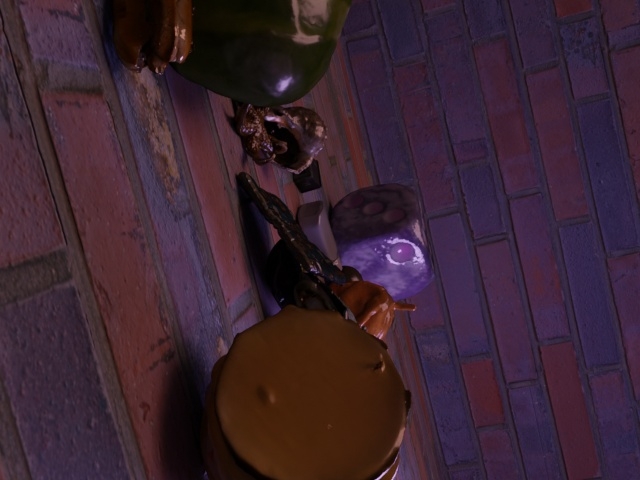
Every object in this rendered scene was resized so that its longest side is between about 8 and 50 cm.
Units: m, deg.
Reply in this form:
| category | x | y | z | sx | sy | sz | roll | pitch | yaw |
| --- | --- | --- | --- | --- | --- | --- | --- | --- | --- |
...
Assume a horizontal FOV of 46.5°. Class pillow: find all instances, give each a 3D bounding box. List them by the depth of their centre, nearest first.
| category | x | y | z | sx | sy | sz | roll | pitch | yaw |
| --- | --- | --- | --- | --- | --- | --- | --- | --- | --- |
| pillow | -0.054 | -0.016 | 1.418 | 0.255 | 0.034 | 0.189 | 50 | 6 | 23 |

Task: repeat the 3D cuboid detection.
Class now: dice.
| category | x | y | z | sx | sy | sz | roll | pitch | yaw |
| --- | --- | --- | --- | --- | --- | --- | --- | --- | --- |
| dice | 0.190 | 0.008 | 2.249 | 0.270 | 0.272 | 0.270 | -89 | 162 | -51 |

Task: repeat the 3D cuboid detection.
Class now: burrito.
| category | x | y | z | sx | sy | sz | roll | pitch | yaw |
| --- | --- | --- | --- | --- | --- | --- | --- | --- | --- |
| burrito | 0.019 | 0.149 | 1.428 | 0.144 | 0.089 | 0.229 | 50 | -3 | 26 |

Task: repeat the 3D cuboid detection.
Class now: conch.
| category | x | y | z | sx | sy | sz | roll | pitch | yaw |
| --- | --- | --- | --- | --- | --- | --- | --- | --- | --- |
| conch | -0.071 | -0.224 | 1.596 | 0.207 | 0.130 | 0.155 | 24 | 46 | -46 |

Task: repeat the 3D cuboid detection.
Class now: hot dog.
| category | x | y | z | sx | sy | sz | roll | pitch | yaw |
| --- | --- | --- | --- | --- | --- | --- | --- | --- | --- |
| hot dog | -0.226 | -0.328 | 0.995 | 0.072 | 0.109 | 0.269 | 62 | 16 | -60 |

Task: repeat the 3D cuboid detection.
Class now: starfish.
| category | x | y | z | sx | sy | sz | roll | pitch | yaw |
| --- | --- | --- | --- | --- | --- | --- | --- | --- | --- |
| starfish | -0.127 | -0.243 | 1.462 | 0.146 | 0.074 | 0.189 | -34 | 111 | -64 |

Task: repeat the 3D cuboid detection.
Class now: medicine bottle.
| category | x | y | z | sx | sy | sz | roll | pitch | yaw |
| --- | --- | --- | --- | --- | --- | --- | --- | --- | --- |
| medicine bottle | 0.000 | 0.000 | 1.846 | 0.119 | 0.069 | 0.183 | -83 | 157 | -62 |

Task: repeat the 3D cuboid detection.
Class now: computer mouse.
| category | x | y | z | sx | sy | sz | roll | pitch | yaw |
| --- | --- | --- | --- | --- | --- | --- | --- | --- | --- |
| computer mouse | -0.068 | 0.081 | 1.446 | 0.105 | 0.062 | 0.192 | -89 | 168 | -53 |

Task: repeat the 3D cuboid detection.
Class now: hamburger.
| category | x | y | z | sx | sy | sz | roll | pitch | yaw |
| --- | --- | --- | --- | --- | --- | --- | --- | --- | --- |
| hamburger | -0.031 | 0.250 | 0.974 | 0.236 | 0.277 | 0.276 | 109 | -16 | -47 |

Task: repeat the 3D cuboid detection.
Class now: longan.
| category | x | y | z | sx | sy | sz | roll | pitch | yaw |
| --- | --- | --- | --- | --- | --- | --- | --- | --- | --- |
| longan | 0.067 | 0.118 | 1.988 | 0.119 | 0.106 | 0.106 | -137 | -147 | -82 |

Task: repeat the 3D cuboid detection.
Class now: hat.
| category | x | y | z | sx | sy | sz | roll | pitch | yaw |
| --- | --- | --- | --- | --- | --- | --- | --- | --- | --- |
| hat | 0.123 | 0.188 | 1.825 | 0.244 | 0.233 | 0.233 | 56 | 25 | -59 |

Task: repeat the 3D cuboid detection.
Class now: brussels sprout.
| category | x | y | z | sx | sy | sz | roll | pitch | yaw |
| --- | --- | --- | --- | --- | --- | --- | --- | --- | --- |
| brussels sprout | -0.110 | -0.379 | 1.217 | 0.371 | 0.315 | 0.275 | -97 | -168 | -51 |

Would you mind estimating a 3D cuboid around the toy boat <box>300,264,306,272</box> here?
| category | x | y | z | sx | sy | sz | roll | pitch | yaw |
| --- | --- | --- | --- | --- | --- | --- | --- | --- | --- |
| toy boat | -0.047 | 0.088 | 1.654 | 0.115 | 0.016 | 0.063 | -85 | 160 | -58 |

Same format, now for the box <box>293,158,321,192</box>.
| category | x | y | z | sx | sy | sz | roll | pitch | yaw |
| --- | --- | --- | --- | --- | --- | --- | --- | --- | --- |
| box | -0.038 | -0.174 | 1.887 | 0.063 | 0.060 | 0.084 | 44 | 34 | -56 |

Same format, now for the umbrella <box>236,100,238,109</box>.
| category | x | y | z | sx | sy | sz | roll | pitch | yaw |
| --- | --- | --- | --- | --- | --- | --- | --- | --- | --- |
| umbrella | -0.168 | -0.328 | 1.510 | 0.022 | 0.022 | 0.148 | 4 | 67 | -34 |
